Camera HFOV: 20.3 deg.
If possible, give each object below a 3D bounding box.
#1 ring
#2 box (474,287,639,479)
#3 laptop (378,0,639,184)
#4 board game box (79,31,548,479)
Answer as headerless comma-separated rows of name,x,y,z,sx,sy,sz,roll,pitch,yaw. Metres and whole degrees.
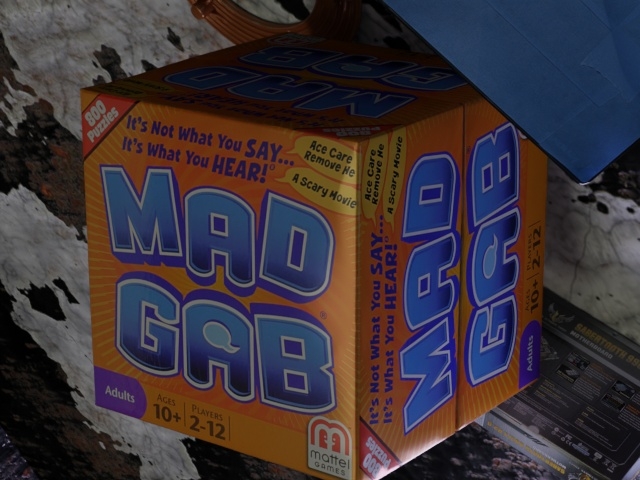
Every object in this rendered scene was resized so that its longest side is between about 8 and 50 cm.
ring,-0.093,-0.336,2.067,0.336,0.032,0.336,31,148,23
box,0.291,0.177,2.065,0.231,0.183,0.056,32,146,20
laptop,0.270,-0.237,1.430,0.382,0.236,0.408,39,166,-26
board game box,0.000,0.000,1.898,0.356,0.356,0.356,13,113,35
